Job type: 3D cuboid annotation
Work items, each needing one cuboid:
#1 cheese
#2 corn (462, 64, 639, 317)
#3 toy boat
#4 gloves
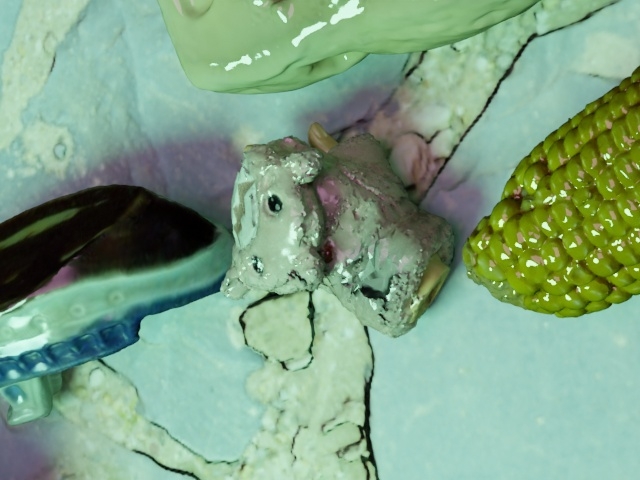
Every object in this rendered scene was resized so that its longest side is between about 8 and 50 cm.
[{"bbox_3d":[0.019,-0.175,0.924,0.263,0.093,0.159,-15,92,31],"label":"cheese"},{"bbox_3d":[0.213,-0.055,0.854,0.322,0.119,0.119,-36,73,29],"label":"corn"},{"bbox_3d":[-0.162,0.047,1.070,0.262,0.115,0.114,-24,35,19],"label":"toy boat"},{"bbox_3d":[0.006,-0.005,0.981,0.144,0.094,0.110,13,107,21],"label":"gloves"}]
